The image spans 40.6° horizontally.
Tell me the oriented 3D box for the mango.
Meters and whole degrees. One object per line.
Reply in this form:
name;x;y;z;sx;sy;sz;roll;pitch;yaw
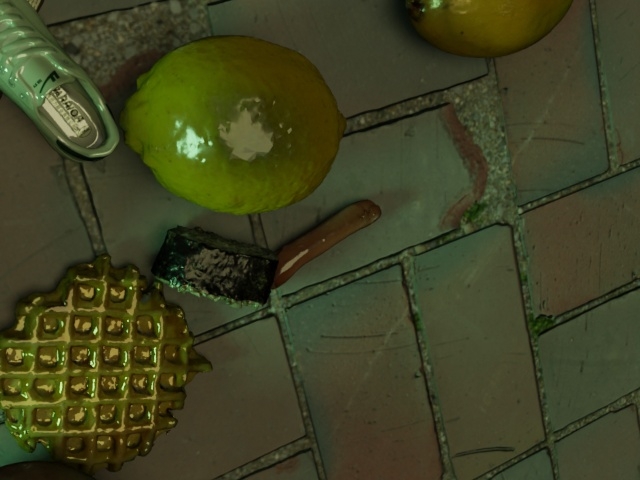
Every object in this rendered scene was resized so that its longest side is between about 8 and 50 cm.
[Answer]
mango;0.232;-0.333;1.148;0.317;0.119;0.176;-12;103;-34

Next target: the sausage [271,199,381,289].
sausage;0.000;0.000;1.133;0.186;0.043;0.043;-34;114;-18

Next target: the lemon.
lemon;-0.092;-0.127;0.965;0.260;0.204;0.204;1;100;-20

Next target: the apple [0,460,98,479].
apple;-0.303;0.392;0.923;0.306;0.235;0.305;5;76;-23

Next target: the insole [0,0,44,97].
insole;-0.341;-0.251;0.924;0.086;0.005;0.253;18;92;-29

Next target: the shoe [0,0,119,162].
shoe;-0.301;-0.185;0.895;0.095;0.110;0.265;-47;122;-13

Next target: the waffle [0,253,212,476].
waffle;-0.262;0.154;1.024;0.245;0.052;0.254;-41;115;-16

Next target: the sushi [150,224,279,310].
sushi;-0.125;0.034;1.048;0.150;0.090;0.078;16;97;-31
